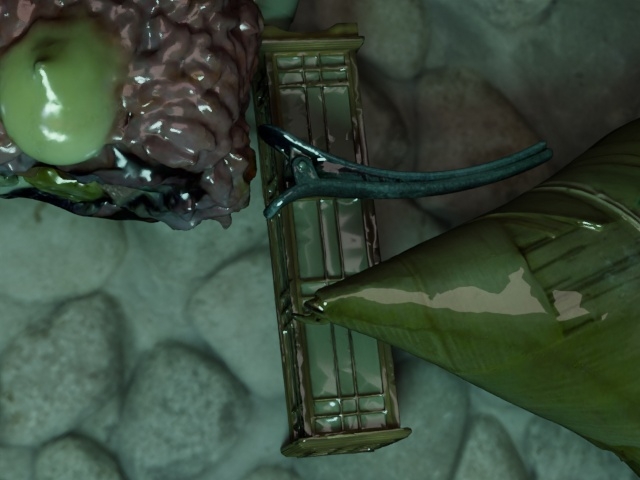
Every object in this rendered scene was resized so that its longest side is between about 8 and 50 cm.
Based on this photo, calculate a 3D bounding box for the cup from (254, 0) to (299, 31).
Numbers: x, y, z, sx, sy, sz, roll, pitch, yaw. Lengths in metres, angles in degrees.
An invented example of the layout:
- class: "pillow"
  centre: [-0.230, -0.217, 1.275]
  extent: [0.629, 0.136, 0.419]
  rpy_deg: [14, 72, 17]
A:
- class: "cup"
  centre: [-0.054, -0.235, 1.284]
  extent: [0.120, 0.120, 0.141]
  rpy_deg: [13, 84, -9]

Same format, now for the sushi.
- class: "sushi"
  centre: [-0.176, -0.101, 1.165]
  extent: [0.270, 0.236, 0.171]
  rpy_deg: [6, 87, -5]

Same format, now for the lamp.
- class: "lamp"
  centre: [0.000, 0.000, 1.252]
  extent: [0.090, 0.089, 0.325]
  rpy_deg: [-3, 78, -12]

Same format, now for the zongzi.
- class: "zongzi"
  centre: [0.238, 0.150, 1.197]
  extent: [0.418, 0.181, 0.447]
  rpy_deg: [-23, 82, -30]

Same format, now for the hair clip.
- class: "hair clip"
  centre: [0.067, -0.051, 1.217]
  extent: [0.229, 0.039, 0.070]
  rpy_deg: [0, 78, -17]
